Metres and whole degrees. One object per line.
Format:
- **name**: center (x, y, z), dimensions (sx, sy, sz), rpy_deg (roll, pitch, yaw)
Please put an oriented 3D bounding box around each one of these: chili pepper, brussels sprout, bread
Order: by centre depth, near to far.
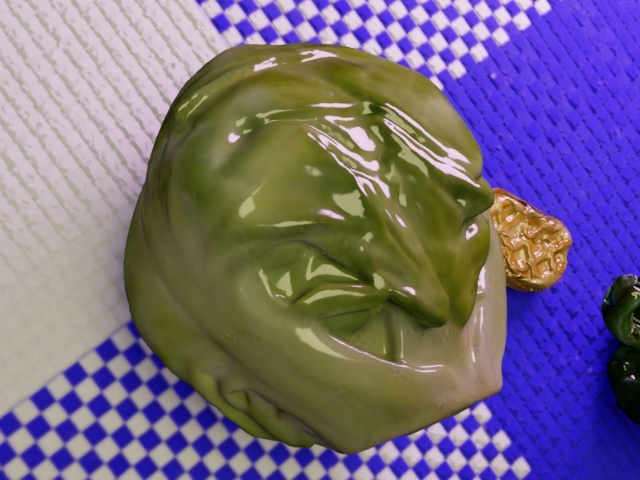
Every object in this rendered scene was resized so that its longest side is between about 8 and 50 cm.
- **brussels sprout**: center (0.000, 0.000, 0.761), dimensions (0.328, 0.247, 0.328), rpy_deg (4, 78, -16)
- **chili pepper**: center (0.338, 0.096, 0.908), dimensions (0.261, 0.165, 0.174), rpy_deg (23, 92, -19)
- **bread**: center (0.180, 0.002, 0.928), dimensions (0.110, 0.044, 0.083), rpy_deg (26, 75, -17)
